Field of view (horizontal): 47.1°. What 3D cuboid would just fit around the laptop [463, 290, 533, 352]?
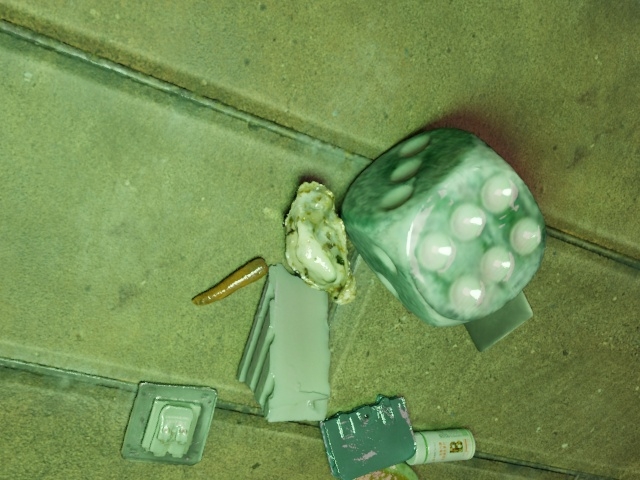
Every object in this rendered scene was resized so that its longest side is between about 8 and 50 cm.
[{"bbox_3d":[0.445,0.152,1.946,0.187,0.015,0.269,-35,115,-7],"label":"laptop"}]

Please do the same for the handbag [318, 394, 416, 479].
[{"bbox_3d":[0.122,0.500,1.880,0.229,0.062,0.179,-13,86,-18],"label":"handbag"}]

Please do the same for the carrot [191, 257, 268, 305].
[{"bbox_3d":[-0.205,0.100,1.675,0.191,0.047,0.047,-31,114,-3],"label":"carrot"}]

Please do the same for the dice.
[{"bbox_3d":[0.269,-0.030,1.643,0.328,0.348,0.330,-40,117,-7],"label":"dice"}]

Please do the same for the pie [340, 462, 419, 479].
[{"bbox_3d":[0.136,0.700,1.938,0.302,0.067,0.303,0,91,-17],"label":"pie"}]

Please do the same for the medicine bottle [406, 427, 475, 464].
[{"bbox_3d":[0.321,0.557,1.987,0.183,0.086,0.086,1,106,-21],"label":"medicine bottle"}]

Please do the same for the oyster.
[{"bbox_3d":[0.006,-0.001,1.671,0.166,0.094,0.295,8,115,18],"label":"oyster"}]

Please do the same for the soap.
[{"bbox_3d":[-0.055,0.228,1.650,0.158,0.258,0.302,12,101,-22],"label":"soap"}]

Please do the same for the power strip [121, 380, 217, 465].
[{"bbox_3d":[-0.349,0.439,1.711,0.198,0.064,0.213,9,102,-25],"label":"power strip"}]
